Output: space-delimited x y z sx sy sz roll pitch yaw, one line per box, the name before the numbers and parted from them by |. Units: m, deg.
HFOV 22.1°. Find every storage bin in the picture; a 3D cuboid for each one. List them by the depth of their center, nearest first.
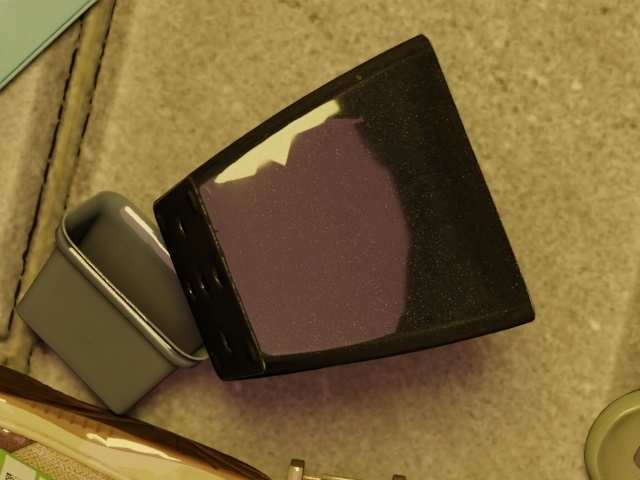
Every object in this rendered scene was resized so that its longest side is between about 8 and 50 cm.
storage bin | -0.137 0.047 1.133 0.135 0.098 0.091 46 120 1

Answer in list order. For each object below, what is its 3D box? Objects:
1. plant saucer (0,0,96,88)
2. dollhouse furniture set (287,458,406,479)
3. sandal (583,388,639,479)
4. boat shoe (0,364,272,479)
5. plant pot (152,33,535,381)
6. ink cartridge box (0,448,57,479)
plant saucer | -0.244 -0.134 1.167 0.192 0.018 0.067 -42 88 2
dollhouse furniture set | 0.058 0.233 1.098 0.183 0.129 0.129 9 91 2
sandal | 0.316 0.206 1.107 0.302 0.086 0.120 26 92 2
boat shoe | -0.203 0.163 1.119 0.342 0.123 0.123 20 91 -4
plant pot | 0.000 0.000 1.046 0.167 0.188 0.187 -22 90 -19
ink cartridge box | -0.160 0.278 1.063 0.255 0.097 0.189 33 115 -15
